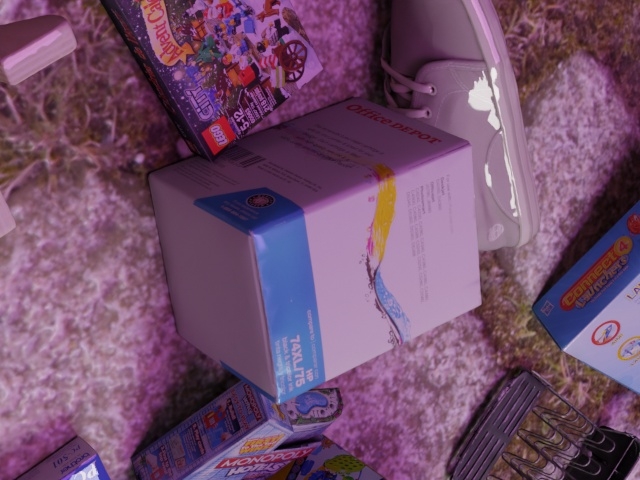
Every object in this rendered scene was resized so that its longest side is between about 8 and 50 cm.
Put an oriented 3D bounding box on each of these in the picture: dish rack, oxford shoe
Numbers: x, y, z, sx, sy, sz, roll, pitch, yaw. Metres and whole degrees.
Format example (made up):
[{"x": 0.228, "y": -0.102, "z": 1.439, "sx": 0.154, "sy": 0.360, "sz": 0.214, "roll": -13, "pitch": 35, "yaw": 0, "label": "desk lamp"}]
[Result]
[{"x": 0.297, "y": 0.299, "z": 1.928, "sx": 0.271, "sy": 0.074, "sz": 0.208, "roll": 38, "pitch": 83, "yaw": -41, "label": "dish rack"}, {"x": 0.130, "y": -0.157, "z": 1.556, "sx": 0.130, "sy": 0.169, "sz": 0.449, "roll": -24, "pitch": 125, "yaw": -8, "label": "oxford shoe"}]

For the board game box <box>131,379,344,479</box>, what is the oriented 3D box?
[{"x": -0.071, "y": 0.209, "z": 1.540, "sx": 0.194, "sy": 0.060, "sz": 0.194, "roll": 0, "pitch": 148, "yaw": -38, "label": "board game box"}]

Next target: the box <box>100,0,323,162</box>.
[{"x": -0.109, "y": -0.214, "z": 1.410, "sx": 0.159, "sy": 0.044, "sz": 0.233, "roll": -42, "pitch": 129, "yaw": -17, "label": "box"}]

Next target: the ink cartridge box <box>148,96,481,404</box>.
[{"x": 0.000, "y": 0.000, "z": 1.485, "sx": 0.270, "sy": 0.198, "sz": 0.197, "roll": -23, "pitch": 121, "yaw": -28, "label": "ink cartridge box"}]

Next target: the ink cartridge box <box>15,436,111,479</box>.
[{"x": -0.305, "y": 0.301, "z": 1.475, "sx": 0.207, "sy": 0.046, "sz": 0.097, "roll": -35, "pitch": 128, "yaw": -22, "label": "ink cartridge box"}]

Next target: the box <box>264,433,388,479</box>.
[{"x": 0.074, "y": 0.419, "z": 1.667, "sx": 0.177, "sy": 0.279, "sz": 0.290, "roll": -44, "pitch": 130, "yaw": -15, "label": "box"}]

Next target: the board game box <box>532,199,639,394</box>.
[{"x": 0.484, "y": 0.061, "z": 1.896, "sx": 0.308, "sy": 0.086, "sz": 0.302, "roll": -47, "pitch": 133, "yaw": 15, "label": "board game box"}]

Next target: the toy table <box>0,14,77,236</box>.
[{"x": -0.343, "y": -0.131, "z": 1.187, "sx": 0.252, "sy": 0.161, "sz": 0.274, "roll": -44, "pitch": 130, "yaw": -14, "label": "toy table"}]
